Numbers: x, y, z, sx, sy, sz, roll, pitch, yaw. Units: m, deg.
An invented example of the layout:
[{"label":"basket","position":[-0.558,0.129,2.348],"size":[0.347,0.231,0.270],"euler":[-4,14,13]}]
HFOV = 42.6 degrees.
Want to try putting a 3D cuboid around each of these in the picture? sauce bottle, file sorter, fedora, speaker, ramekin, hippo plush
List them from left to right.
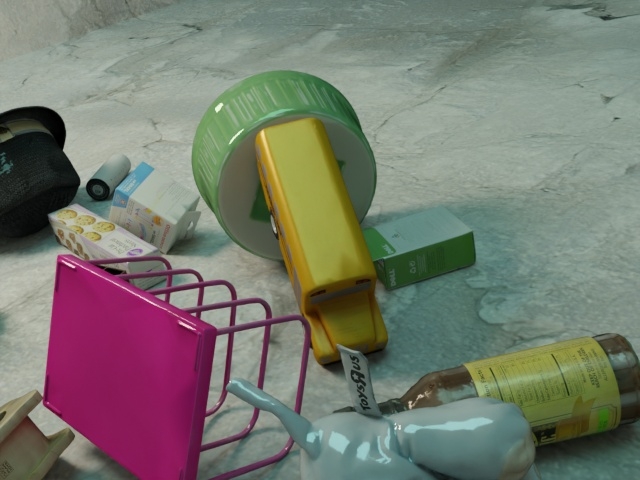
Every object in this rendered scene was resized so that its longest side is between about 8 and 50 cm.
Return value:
[{"label":"fedora","position":[-0.598,-0.106,1.628],"size":[0.152,0.334,0.334],"euler":[39,46,12]},{"label":"speaker","position":[-0.460,-0.140,1.787],"size":[0.055,0.055,0.136],"euler":[-4,30,11]},{"label":"file sorter","position":[-0.177,0.146,1.004],"size":[0.290,0.202,0.182],"euler":[19,16,40]},{"label":"ramekin","position":[-0.054,-0.113,1.355],"size":[0.303,0.303,0.148],"euler":[-15,31,-9]},{"label":"hippo plush","position":[0.081,0.262,0.685],"size":[0.234,0.294,0.236],"euler":[-19,37,15]},{"label":"sauce bottle","position":[0.186,0.190,0.931],"size":[0.344,0.111,0.111],"euler":[-12,29,-2]}]

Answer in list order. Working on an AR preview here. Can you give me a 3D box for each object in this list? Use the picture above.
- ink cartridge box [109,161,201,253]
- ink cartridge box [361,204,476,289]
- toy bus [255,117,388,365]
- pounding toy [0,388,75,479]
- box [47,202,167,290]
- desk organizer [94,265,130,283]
[{"label":"ink cartridge box","position":[-0.293,-0.054,1.487],"size":[0.143,0.092,0.090],"euler":[31,47,3]},{"label":"ink cartridge box","position":[0.129,0.017,1.309],"size":[0.209,0.062,0.109],"euler":[-17,29,-12]},{"label":"toy bus","position":[0.000,0.000,1.162],"size":[0.108,0.130,0.333],"euler":[-13,64,-10]},{"label":"pounding toy","position":[-0.377,0.308,0.936],"size":[0.154,0.155,0.269],"euler":[-32,12,20]},{"label":"box","position":[-0.393,0.008,1.489],"size":[0.067,0.063,0.324],"euler":[-29,34,-31]},{"label":"desk organizer","position":[-0.380,0.072,1.381],"size":[0.130,0.050,0.047],"euler":[9,34,31]}]
